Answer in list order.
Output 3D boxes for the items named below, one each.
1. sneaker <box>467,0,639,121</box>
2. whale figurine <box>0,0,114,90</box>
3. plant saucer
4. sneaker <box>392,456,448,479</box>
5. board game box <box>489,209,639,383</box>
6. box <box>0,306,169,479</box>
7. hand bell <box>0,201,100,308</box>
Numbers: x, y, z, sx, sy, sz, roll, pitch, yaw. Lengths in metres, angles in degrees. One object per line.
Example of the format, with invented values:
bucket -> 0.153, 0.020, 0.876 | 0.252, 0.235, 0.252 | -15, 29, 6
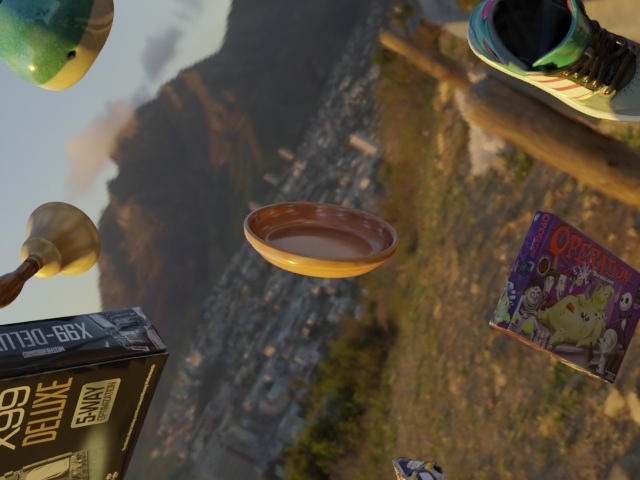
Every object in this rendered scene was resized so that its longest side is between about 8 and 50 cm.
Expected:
sneaker -> 0.320, -0.235, 1.202 | 0.178, 0.296, 0.123 | -10, -59, -80
whale figurine -> -0.403, -0.334, 1.394 | 0.216, 0.141, 0.272 | -52, 45, 18
plant saucer -> 0.000, 0.000, 1.262 | 0.200, 0.200, 0.037 | -78, -4, -69
sneaker -> 0.198, 0.466, 1.930 | 0.084, 0.069, 0.185 | -17, 6, -6
board game box -> 0.442, 0.106, 1.687 | 0.056, 0.347, 0.208 | 12, 79, 49
box -> -0.316, 0.215, 1.025 | 0.076, 0.243, 0.307 | 51, 131, 36
hand bell -> -0.431, 0.043, 1.433 | 0.126, 0.126, 0.242 | -57, 1, 26
